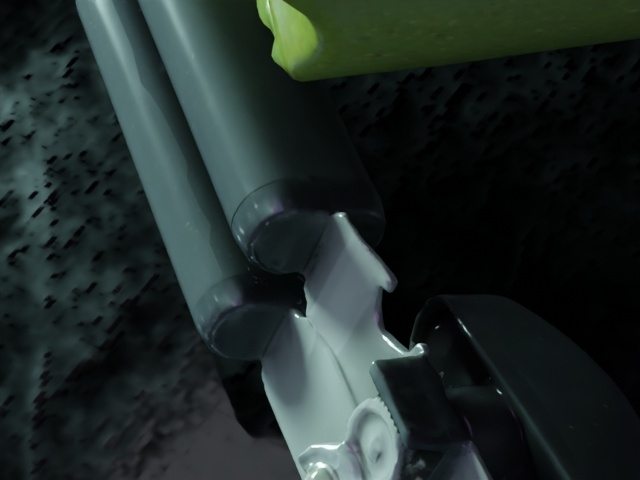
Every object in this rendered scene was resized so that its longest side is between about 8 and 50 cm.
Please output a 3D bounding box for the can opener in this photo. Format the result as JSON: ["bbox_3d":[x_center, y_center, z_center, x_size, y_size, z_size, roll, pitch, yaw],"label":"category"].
[{"bbox_3d":[0.000,0.000,0.584,0.093,0.074,0.280,-3,48,-32],"label":"can opener"}]

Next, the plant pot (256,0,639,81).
[{"bbox_3d":[0.089,-0.158,0.529,0.253,0.276,0.276,-15,54,-1],"label":"plant pot"}]
